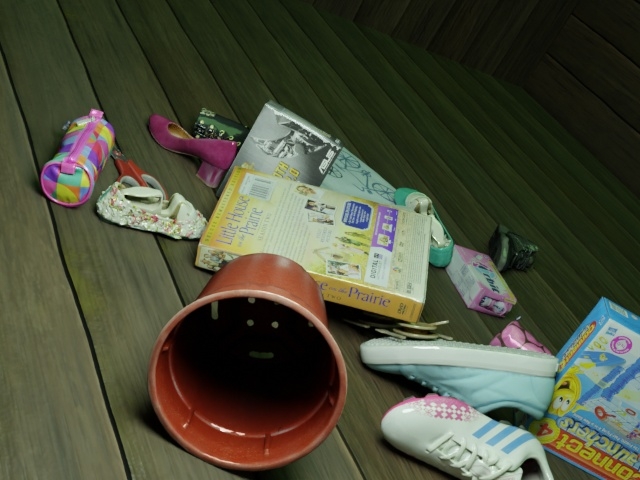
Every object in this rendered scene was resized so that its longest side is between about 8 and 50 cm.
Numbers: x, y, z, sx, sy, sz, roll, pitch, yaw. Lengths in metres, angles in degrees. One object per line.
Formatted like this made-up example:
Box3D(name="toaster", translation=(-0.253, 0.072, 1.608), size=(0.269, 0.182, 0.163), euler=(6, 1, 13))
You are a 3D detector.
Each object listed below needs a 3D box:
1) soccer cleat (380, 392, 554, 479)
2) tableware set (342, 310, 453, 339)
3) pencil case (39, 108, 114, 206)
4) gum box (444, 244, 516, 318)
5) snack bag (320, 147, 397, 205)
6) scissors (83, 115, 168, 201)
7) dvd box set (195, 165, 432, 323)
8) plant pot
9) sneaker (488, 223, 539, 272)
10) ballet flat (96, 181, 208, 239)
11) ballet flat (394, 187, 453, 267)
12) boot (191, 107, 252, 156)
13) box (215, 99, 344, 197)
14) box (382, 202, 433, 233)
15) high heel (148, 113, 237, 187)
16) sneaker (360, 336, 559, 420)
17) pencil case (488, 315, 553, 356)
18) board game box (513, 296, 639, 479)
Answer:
Box3D(name="soccer cleat", translation=(0.256, 0.350, 1.594), size=(0.331, 0.116, 0.143), euler=(18, 28, -27))
Box3D(name="tableware set", translation=(0.148, 0.150, 1.810), size=(0.128, 0.039, 0.194), euler=(5, 3, -34))
Box3D(name="pencil case", translation=(-0.442, -0.153, 1.763), size=(0.104, 0.104, 0.236), euler=(24, 27, -15))
Box3D(name="gum box", translation=(0.373, 0.098, 2.255), size=(0.107, 0.062, 0.188), euler=(18, 28, -27))
Box3D(name="snack bag", translation=(0.043, -0.154, 2.383), size=(0.323, 0.037, 0.342), euler=(42, 26, 23))
Box3D(name="scissors", translation=(-0.393, -0.159, 1.928), size=(0.109, 0.021, 0.297), euler=(7, 33, -37))
Box3D(name="dvd box set", translation=(0.000, 0.000, 1.843), size=(0.420, 0.062, 0.307), euler=(14, 33, 0))
Box3D(name="plant pot", translation=(-0.096, 0.152, 1.424), size=(0.272, 0.272, 0.265), euler=(28, 17, -8))
Box3D(name="sneaker", translation=(0.504, 0.036, 2.488), size=(0.130, 0.087, 0.227), euler=(26, 19, 3))
Box3D(name="ballet flat", translation=(-0.294, -0.054, 1.771), size=(0.241, 0.077, 0.091), euler=(10, 33, -39))
Box3D(name="ballet flat", translation=(0.255, -0.052, 2.307), size=(0.083, 0.087, 0.247), euler=(-14, 58, -19))
Box3D(name="boot", translation=(-0.205, -0.211, 2.164), size=(0.179, 0.085, 0.236), euler=(22, 26, -11))
Box3D(name="box", translation=(-0.084, -0.148, 1.996), size=(0.183, 0.231, 0.056), euler=(31, 21, -3))
Box3D(name="box", translation=(0.183, -0.021, 2.232), size=(0.101, 0.087, 0.102), euler=(5, 36, -44))
Box3D(name="high heel", translation=(-0.275, -0.227, 2.063), size=(0.082, 0.117, 0.244), euler=(-3, 41, -50))
Box3D(name="sneaker", translation=(0.248, 0.261, 1.746), size=(0.366, 0.150, 0.135), euler=(7, 0, 1))
Box3D(name="pencil case", translation=(0.461, 0.260, 2.029), size=(0.209, 0.095, 0.098), euler=(45, 13, 23))
Box3D(name="board game box", translation=(0.577, 0.307, 1.815), size=(0.308, 0.302, 0.086), euler=(28, 25, -5))
